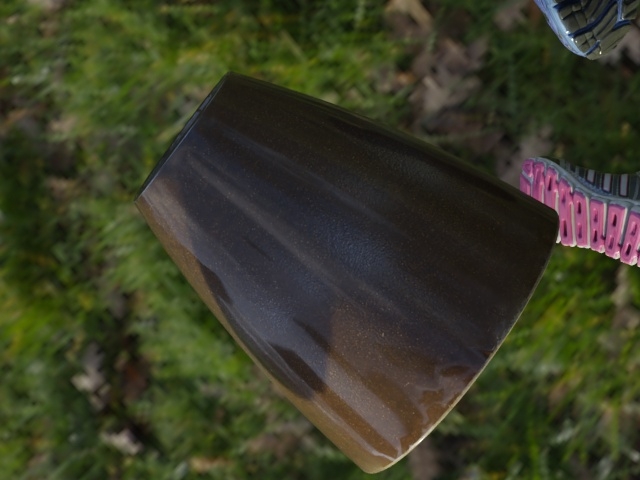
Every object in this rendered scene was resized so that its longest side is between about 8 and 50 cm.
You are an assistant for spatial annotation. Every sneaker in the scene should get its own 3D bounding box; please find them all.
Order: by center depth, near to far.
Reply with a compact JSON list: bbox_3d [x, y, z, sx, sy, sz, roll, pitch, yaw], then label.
[{"bbox_3d":[0.154,-0.229,1.323,0.221,0.083,0.087,62,164,-14],"label":"sneaker"},{"bbox_3d":[0.229,-0.028,1.470,0.170,0.075,0.063,26,126,49],"label":"sneaker"}]

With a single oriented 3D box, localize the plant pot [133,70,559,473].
[{"bbox_3d":[0.000,0.000,1.229,0.230,0.215,0.215,36,134,-8],"label":"plant pot"}]
